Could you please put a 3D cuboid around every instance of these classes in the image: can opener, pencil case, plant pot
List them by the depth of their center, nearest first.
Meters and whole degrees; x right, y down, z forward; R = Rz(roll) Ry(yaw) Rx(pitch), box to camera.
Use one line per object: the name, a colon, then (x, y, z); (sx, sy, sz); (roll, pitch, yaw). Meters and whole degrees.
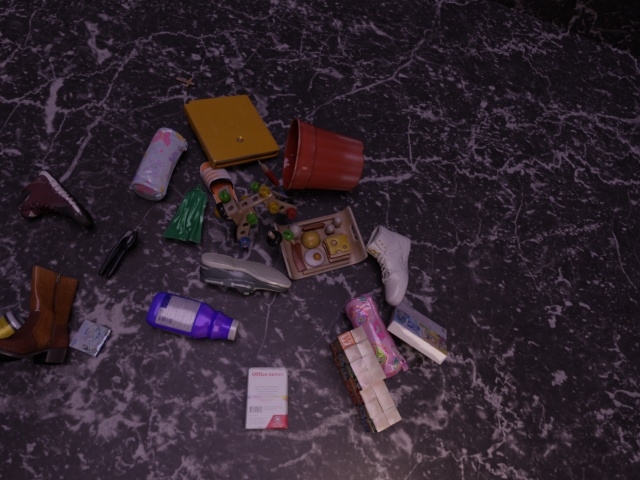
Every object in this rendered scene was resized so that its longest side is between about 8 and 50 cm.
pencil case: (0.185, 0.321, 1.397); (0.124, 0.124, 0.284); (-20, 69, -18)
can opener: (-0.688, 0.041, 1.410); (0.059, 0.073, 0.186); (33, 74, -3)
pencil case: (-0.595, -0.283, 1.541); (0.124, 0.113, 0.274); (25, 62, -20)
plant pot: (0.011, -0.307, 1.589); (0.264, 0.272, 0.273); (7, 65, -16)

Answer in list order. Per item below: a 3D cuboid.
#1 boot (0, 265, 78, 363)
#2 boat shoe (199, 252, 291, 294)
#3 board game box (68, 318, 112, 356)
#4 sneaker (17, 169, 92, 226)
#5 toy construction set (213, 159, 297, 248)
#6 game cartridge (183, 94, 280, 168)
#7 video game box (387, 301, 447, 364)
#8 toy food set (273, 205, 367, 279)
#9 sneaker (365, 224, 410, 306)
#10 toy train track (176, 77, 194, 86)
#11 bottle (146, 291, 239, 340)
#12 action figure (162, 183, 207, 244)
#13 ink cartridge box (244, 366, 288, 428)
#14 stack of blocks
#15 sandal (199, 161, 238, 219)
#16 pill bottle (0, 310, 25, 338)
boot: (-0.836, 0.207, 1.207); (0.096, 0.264, 0.281); (-14, 66, 22)
boat shoe: (-0.262, 0.132, 1.439); (0.318, 0.116, 0.099); (17, 107, -10)
board game box: (-0.721, 0.307, 1.305); (0.089, 0.020, 0.090); (23, 65, 0)
sneaker: (-0.920, -0.104, 1.421); (0.281, 0.106, 0.162); (40, 71, 19)
toy construction set: (-0.233, -0.150, 1.441); (0.257, 0.237, 0.309); (-11, 55, 21)
game cartridge: (-0.356, -0.442, 1.656); (0.285, 0.053, 0.324); (-18, 65, -30)
video game box: (0.333, 0.304, 1.412); (0.205, 0.187, 0.048); (33, 109, 6)
toy food set: (0.000, 0.000, 1.526); (0.305, 0.092, 0.220); (-14, 69, -15)
sneaker: (0.228, 0.083, 1.500); (0.169, 0.108, 0.293); (26, 53, -19)
toy train track: (-0.577, -0.677, 1.775); (0.083, 0.014, 0.048); (21, 71, 6)
bottle: (-0.406, 0.254, 1.342); (0.282, 0.092, 0.118); (15, 65, -3)
action figure: (-0.468, -0.101, 1.507); (0.137, 0.063, 0.233); (13, 68, -2)
ink cartridge box: (-0.166, 0.489, 1.289); (0.127, 0.072, 0.175); (3, 66, -8)
stack of blocks: (0.138, 0.439, 1.310); (0.087, 0.171, 0.298); (-20, 71, -17)
sandal: (-0.370, -0.206, 1.563); (0.101, 0.076, 0.266); (-24, 72, -19)
pill bottle: (-0.964, 0.302, 1.219); (0.184, 0.103, 0.103); (-40, 78, -22)
